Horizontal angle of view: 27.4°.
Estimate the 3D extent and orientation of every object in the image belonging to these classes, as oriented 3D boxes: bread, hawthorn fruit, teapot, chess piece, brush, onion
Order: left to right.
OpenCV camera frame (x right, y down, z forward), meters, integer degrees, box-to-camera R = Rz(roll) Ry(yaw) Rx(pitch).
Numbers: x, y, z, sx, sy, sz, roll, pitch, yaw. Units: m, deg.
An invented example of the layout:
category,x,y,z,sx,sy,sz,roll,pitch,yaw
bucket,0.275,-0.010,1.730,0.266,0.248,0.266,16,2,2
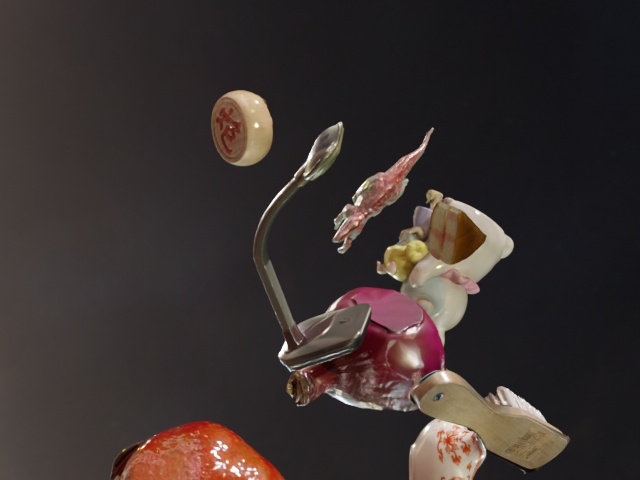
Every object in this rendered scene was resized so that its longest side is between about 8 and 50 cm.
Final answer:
category,x,y,z,sx,sy,sz,roll,pitch,yaw
hawthorn fruit,-0.126,0.291,1.261,0.251,0.190,0.189,-80,-166,-59
chess piece,-0.087,-0.124,1.451,0.084,0.038,0.083,16,-70,52
onion,0.049,0.148,1.728,0.195,0.218,0.139,41,-44,49
teapot,0.185,0.347,1.947,0.245,0.116,0.159,85,-7,-62
bread,0.156,-0.002,1.542,0.043,0.109,0.062,30,-90,30
brush,0.182,0.187,1.450,0.070,0.327,0.065,-39,-125,14

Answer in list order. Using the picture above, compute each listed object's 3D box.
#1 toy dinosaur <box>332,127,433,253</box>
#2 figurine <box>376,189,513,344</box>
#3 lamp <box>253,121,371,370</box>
category,x,y,z,sx,sy,sz,roll,pitch,yaw
toy dinosaur,0.095,-0.079,1.904,0.053,0.242,0.167,45,-7,0
figurine,0.164,0.060,1.930,0.235,0.155,0.127,-58,-169,-11
lamp,-0.007,-0.002,1.638,0.125,0.203,0.283,-3,-71,14
